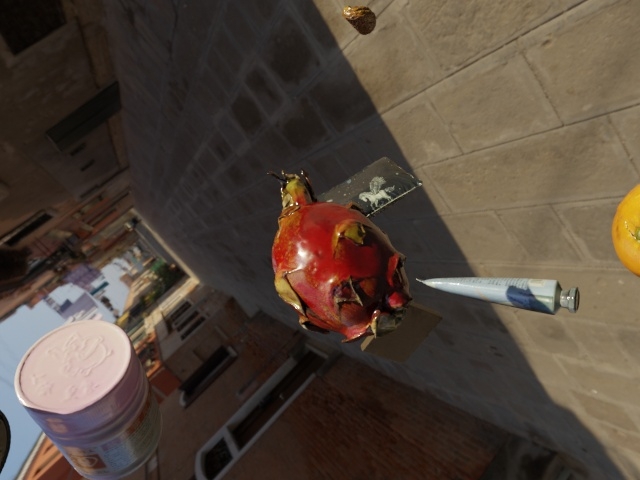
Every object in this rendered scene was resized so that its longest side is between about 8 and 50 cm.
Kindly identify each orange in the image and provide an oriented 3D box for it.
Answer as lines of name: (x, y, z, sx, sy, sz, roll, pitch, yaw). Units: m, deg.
orange: (0.674, -0.020, 0.792, 0.240, 0.240, 0.240, 41, 161, 17)

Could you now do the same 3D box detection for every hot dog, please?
hot dog: (0.077, -0.435, 0.846, 0.058, 0.035, 0.083, 21, -170, 25)

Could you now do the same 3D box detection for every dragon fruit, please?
dragon fruit: (0.000, 0.000, 0.466, 0.125, 0.125, 0.246, 20, -147, -44)

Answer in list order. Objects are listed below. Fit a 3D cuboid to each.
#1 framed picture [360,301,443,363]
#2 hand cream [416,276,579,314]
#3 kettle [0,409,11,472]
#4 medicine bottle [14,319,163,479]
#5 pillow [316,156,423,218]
framed picture: (0.194, 0.221, 1.041, 0.127, 0.168, 0.023, 23, -154, -21)
hand cream: (0.316, 0.091, 0.790, 0.271, 0.058, 0.091, 4, 177, 40)
kettle: (-0.687, 0.323, 0.624, 0.308, 0.262, 0.203, 8, 113, 15)
medicine bottle: (-0.450, 0.333, 0.880, 0.202, 0.202, 0.316, 36, 142, 29)
pillow: (0.091, -0.097, 0.903, 0.141, 0.208, 0.055, 50, 170, 44)
